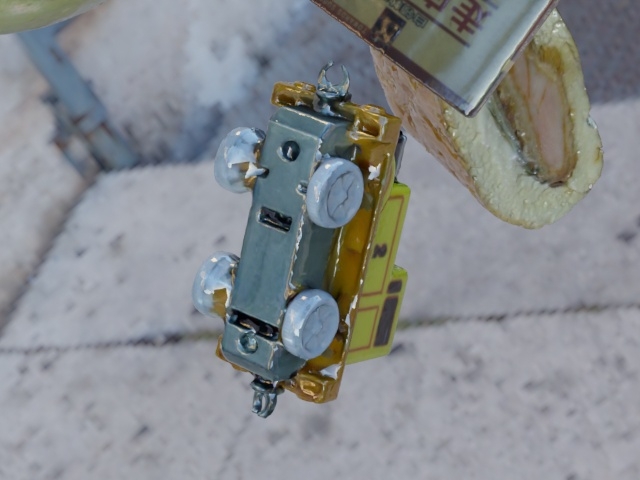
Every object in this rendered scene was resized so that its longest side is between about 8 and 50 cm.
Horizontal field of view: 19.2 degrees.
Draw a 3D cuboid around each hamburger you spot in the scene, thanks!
[{"bbox_3d":[0.147,-0.170,1.889,0.162,0.330,0.209,-39,43,-8],"label":"hamburger"}]

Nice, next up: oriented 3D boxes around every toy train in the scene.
[{"bbox_3d":[0.000,0.000,1.133,0.089,0.127,0.219,21,105,34],"label":"toy train"}]

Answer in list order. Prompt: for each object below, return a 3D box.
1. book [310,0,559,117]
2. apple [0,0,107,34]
[{"bbox_3d":[0.105,-0.219,1.247,0.161,0.026,0.231,39,102,17],"label":"book"},{"bbox_3d":[-0.184,-0.273,0.975,0.258,0.233,0.295,-13,52,-19],"label":"apple"}]
